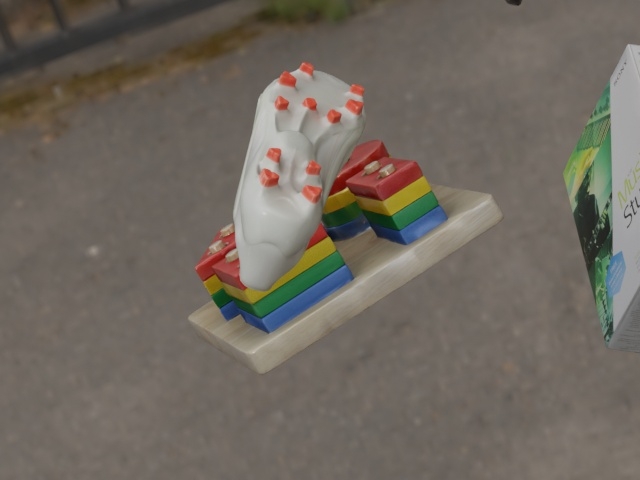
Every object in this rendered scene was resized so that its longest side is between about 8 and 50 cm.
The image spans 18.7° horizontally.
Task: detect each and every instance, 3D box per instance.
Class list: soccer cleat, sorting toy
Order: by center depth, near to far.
[{"bbox_3d":[-0.019,-0.044,1.189,0.068,0.076,0.196,22,32,-2],"label":"soccer cleat"},{"bbox_3d":[0.000,0.000,1.773,0.257,0.089,0.255,-33,13,-11],"label":"sorting toy"}]

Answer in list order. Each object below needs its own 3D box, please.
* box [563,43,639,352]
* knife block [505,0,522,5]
[{"bbox_3d":[0.389,-0.055,2.405,0.059,0.232,0.322,10,42,-14],"label":"box"},{"bbox_3d":[0.090,-0.296,1.717,0.088,0.242,0.276,10,31,42],"label":"knife block"}]
